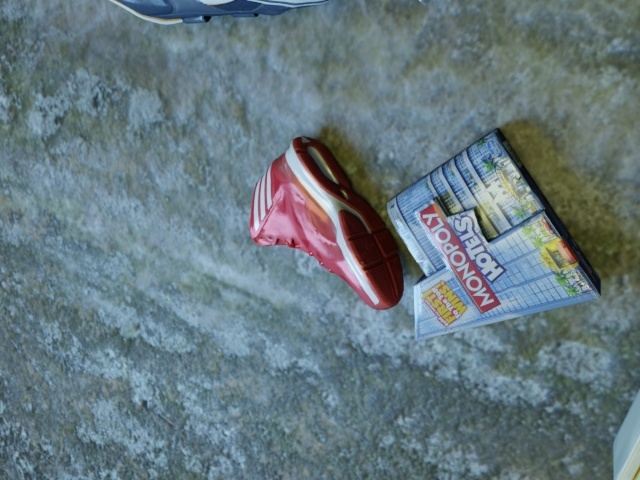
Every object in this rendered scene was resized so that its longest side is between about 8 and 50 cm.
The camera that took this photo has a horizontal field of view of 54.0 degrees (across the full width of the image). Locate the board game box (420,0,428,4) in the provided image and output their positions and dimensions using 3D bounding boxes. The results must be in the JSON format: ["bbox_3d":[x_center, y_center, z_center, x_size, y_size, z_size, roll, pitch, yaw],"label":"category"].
[{"bbox_3d":[0.083,-0.329,0.625,0.154,0.026,0.103,47,112,6],"label":"board game box"}]

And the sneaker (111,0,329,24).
[{"bbox_3d":[-0.127,-0.308,0.688,0.321,0.127,0.126,12,75,-2],"label":"sneaker"}]

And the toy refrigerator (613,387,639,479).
[{"bbox_3d":[0.377,0.128,0.587,0.102,0.094,0.270,22,112,18],"label":"toy refrigerator"}]

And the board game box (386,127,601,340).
[{"bbox_3d":[0.158,0.016,0.675,0.194,0.060,0.194,-35,89,28],"label":"board game box"}]

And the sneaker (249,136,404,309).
[{"bbox_3d":[0.000,0.000,0.743,0.128,0.087,0.221,-37,75,37],"label":"sneaker"}]
